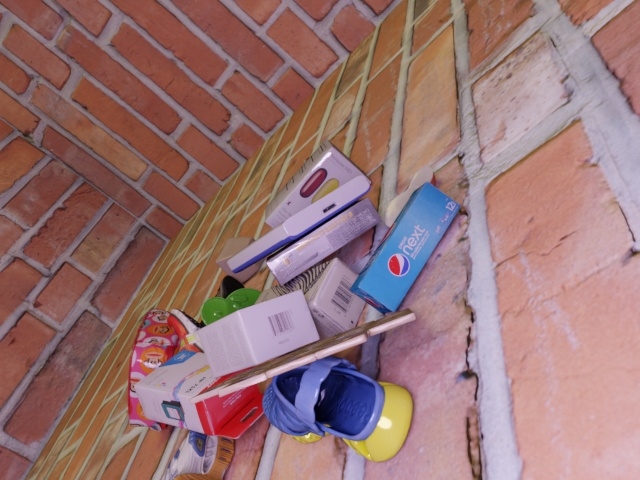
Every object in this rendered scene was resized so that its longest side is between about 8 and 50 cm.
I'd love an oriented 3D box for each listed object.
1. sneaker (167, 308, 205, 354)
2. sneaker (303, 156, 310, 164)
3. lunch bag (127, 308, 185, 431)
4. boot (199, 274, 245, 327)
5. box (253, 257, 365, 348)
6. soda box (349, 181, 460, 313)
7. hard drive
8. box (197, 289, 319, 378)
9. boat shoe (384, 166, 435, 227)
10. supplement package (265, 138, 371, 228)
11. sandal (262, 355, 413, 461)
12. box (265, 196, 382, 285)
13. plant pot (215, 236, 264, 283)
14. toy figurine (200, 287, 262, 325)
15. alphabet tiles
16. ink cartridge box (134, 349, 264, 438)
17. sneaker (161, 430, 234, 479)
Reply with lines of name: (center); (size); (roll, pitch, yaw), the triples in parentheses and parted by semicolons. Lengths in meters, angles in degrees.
sneaker: (-0.292, 0.246, 1.269); (0.118, 0.107, 0.279); (-49, 38, -7)
sneaker: (0.002, -0.225, 1.757); (0.083, 0.069, 0.185); (-39, 26, 9)
lunch bag: (-0.416, 0.337, 1.465); (0.293, 0.120, 0.259); (-106, 24, -71)
boot: (-0.286, 0.208, 1.563); (0.179, 0.085, 0.236); (-48, 18, 15)
box: (-0.034, 0.132, 1.087); (0.275, 0.094, 0.113); (-28, 28, 50)
soda box: (0.136, 0.012, 0.928); (0.210, 0.071, 0.067); (-56, 3, -14)
hard drive: (-0.055, -0.026, 1.192); (0.210, 0.040, 0.318); (-34, 3, -30)
box: (-0.108, 0.160, 0.972); (0.130, 0.091, 0.170); (-16, -9, -37)
boat shoe: (0.172, -0.077, 1.087); (0.137, 0.049, 0.043); (-55, -24, -5)
supplement package: (-0.011, -0.113, 1.435); (0.244, 0.139, 0.134); (-48, 17, 11)
sandal: (-0.011, 0.214, 0.805); (0.317, 0.138, 0.126); (-24, 38, 58)
box: (0.000, 0.000, 1.149); (0.231, 0.056, 0.183); (-33, 3, -3)
plant pot: (-0.227, 0.050, 1.708); (0.096, 0.109, 0.109); (-22, 32, 34)
toy figurine: (-0.209, 0.187, 1.309); (0.159, 0.173, 0.130); (-34, 51, 57)
alphabet tiles: (-0.010, 0.149, 0.771); (0.284, 0.011, 0.342); (-22, -8, 4)
ink cartridge box: (-0.208, 0.276, 1.050); (0.230, 0.078, 0.134); (-1, 21, 34)
sneaker: (-0.223, 0.439, 0.960); (0.131, 0.111, 0.296); (-54, 7, 18)
